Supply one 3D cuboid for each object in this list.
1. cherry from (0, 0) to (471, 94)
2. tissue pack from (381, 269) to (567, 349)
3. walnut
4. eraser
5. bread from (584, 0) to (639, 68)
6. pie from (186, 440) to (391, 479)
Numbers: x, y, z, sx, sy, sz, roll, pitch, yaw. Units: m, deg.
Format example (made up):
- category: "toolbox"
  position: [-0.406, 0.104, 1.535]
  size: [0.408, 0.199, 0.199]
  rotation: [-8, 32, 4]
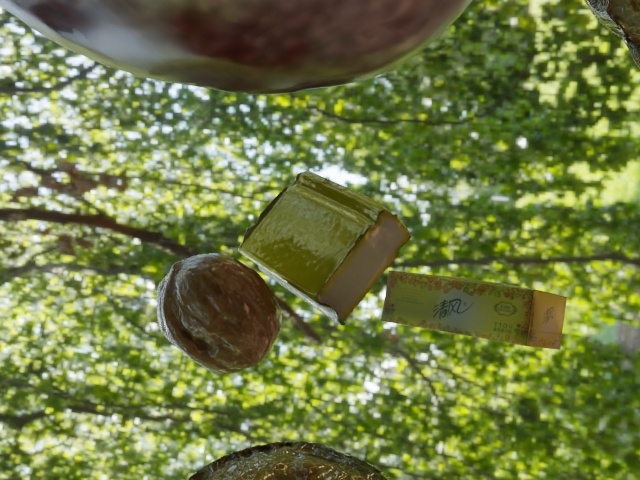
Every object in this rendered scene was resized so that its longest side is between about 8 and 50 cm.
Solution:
- category: "cherry"
  position: [-0.038, -0.242, 0.459]
  size: [0.291, 0.335, 0.326]
  rotation: [-112, 36, -58]
- category: "tissue pack"
  position: [0.166, 0.074, 0.944]
  size: [0.095, 0.176, 0.062]
  rotation: [14, -97, -52]
- category: "walnut"
  position: [-0.126, 0.088, 1.090]
  size: [0.149, 0.167, 0.166]
  rotation: [-50, -37, -37]
- category: "eraser"
  position: [0.000, 0.000, 1.166]
  size: [0.069, 0.226, 0.158]
  rotation: [42, -98, -37]
- category: "bread"
  position: [0.250, -0.236, 0.672]
  size: [0.232, 0.128, 0.088]
  rotation: [63, -167, 17]
- category: "pie"
  position: [-0.020, 0.270, 0.682]
  size: [0.274, 0.274, 0.055]
  rotation: [-58, -24, -50]
